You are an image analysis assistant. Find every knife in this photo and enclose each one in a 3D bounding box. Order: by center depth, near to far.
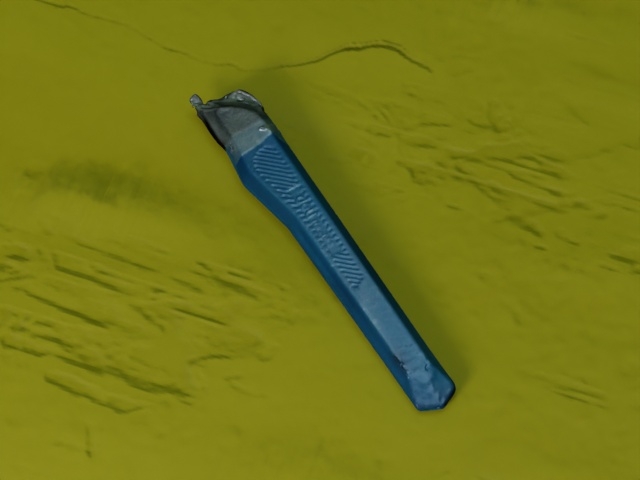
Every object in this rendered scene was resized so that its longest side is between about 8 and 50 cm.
[{"bbox_3d":[0.000,0.001,1.321,0.044,0.026,0.296,-28,65,-15],"label":"knife"}]
